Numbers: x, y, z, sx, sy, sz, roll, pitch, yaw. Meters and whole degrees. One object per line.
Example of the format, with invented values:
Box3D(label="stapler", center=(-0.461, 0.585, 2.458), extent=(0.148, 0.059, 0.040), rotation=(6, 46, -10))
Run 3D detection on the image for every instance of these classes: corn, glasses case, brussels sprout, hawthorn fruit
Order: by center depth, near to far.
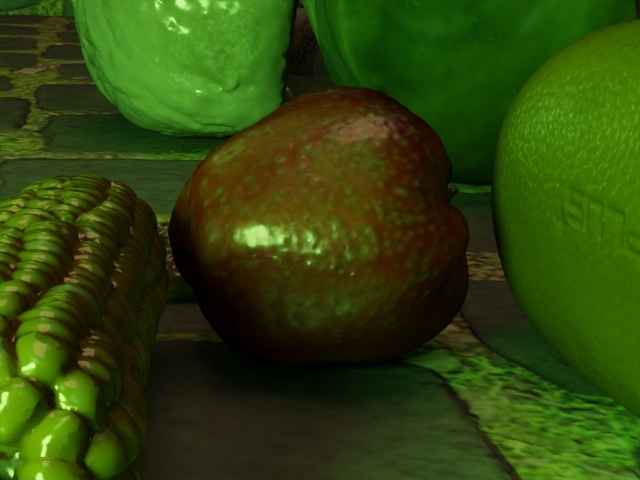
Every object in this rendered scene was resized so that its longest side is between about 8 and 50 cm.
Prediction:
Box3D(label="corn", center=(-0.108, 0.039, 0.472), extent=(0.102, 0.102, 0.313), rotation=(1, 12, -5))
Box3D(label="glasses case", center=(0.180, 0.002, 0.488), extent=(0.141, 0.173, 0.371), rotation=(1, 14, -18))
Box3D(label="hawthorn fruit", center=(0.000, 0.000, 0.592), extent=(0.138, 0.133, 0.133), rotation=(-15, 15, -3))
Box3D(label="brussels sprout", center=(0.134, -0.228, 1.004), extent=(0.315, 0.371, 0.276), rotation=(2, 24, -4))

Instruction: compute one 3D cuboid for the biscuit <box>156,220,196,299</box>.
Box3D(label="biscuit", center=(-0.056, 0.006, 0.747), extent=(0.206, 0.025, 0.126), rotation=(-3, 15, -23))

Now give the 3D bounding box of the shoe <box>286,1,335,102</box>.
Box3D(label="shoe", center=(0.072, -0.241, 1.405), extent=(0.351, 0.198, 0.172), rotation=(7, 13, 15))

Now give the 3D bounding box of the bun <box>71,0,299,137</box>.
Box3D(label="bun", center=(-0.126, -0.257, 1.215), extent=(0.227, 0.352, 0.349), rotation=(8, -26, -9))
